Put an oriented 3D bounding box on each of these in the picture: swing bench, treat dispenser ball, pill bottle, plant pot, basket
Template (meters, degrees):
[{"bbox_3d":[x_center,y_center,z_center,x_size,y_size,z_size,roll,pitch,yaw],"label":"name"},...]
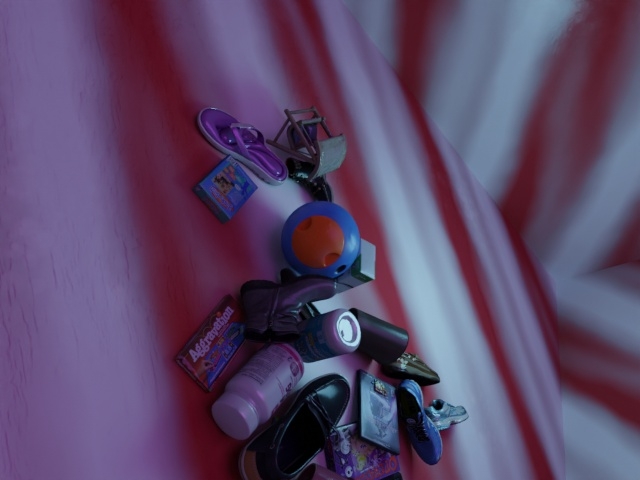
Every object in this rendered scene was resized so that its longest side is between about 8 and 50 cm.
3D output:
[{"bbox_3d":[-0.033,-0.394,2.002,0.254,0.165,0.253,43,30,7],"label":"swing bench"},{"bbox_3d":[0.000,0.000,1.815,0.288,0.288,0.289,25,54,-39],"label":"treat dispenser ball"},{"bbox_3d":[-0.004,0.326,1.660,0.146,0.264,0.146,24,54,-38],"label":"pill bottle"},{"bbox_3d":[0.013,0.789,1.514,0.180,0.201,0.201,40,43,-4],"label":"plant pot"},{"bbox_3d":[-0.183,0.441,1.483,0.161,0.160,0.283,58,40,-8],"label":"pill bottle"},{"bbox_3d":[0.193,0.367,1.936,0.226,0.204,0.154,31,53,-22],"label":"basket"}]

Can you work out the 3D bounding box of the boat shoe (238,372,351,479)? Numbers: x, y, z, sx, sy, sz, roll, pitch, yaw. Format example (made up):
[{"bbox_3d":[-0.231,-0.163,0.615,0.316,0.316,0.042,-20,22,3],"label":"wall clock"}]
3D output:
[{"bbox_3d":[-0.033,0.566,1.521,0.500,0.155,0.187,-25,91,-51],"label":"boat shoe"}]

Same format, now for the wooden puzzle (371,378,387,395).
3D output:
[{"bbox_3d":[0.231,0.570,1.933,0.083,0.006,0.049,34,36,-23],"label":"wooden puzzle"}]

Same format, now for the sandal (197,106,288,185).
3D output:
[{"bbox_3d":[-0.265,-0.368,1.856,0.416,0.102,0.170,34,48,-32],"label":"sandal"}]

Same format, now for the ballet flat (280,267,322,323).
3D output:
[{"bbox_3d":[-0.072,0.231,1.775,0.096,0.095,0.281,-44,105,-37],"label":"ballet flat"}]

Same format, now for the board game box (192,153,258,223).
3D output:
[{"bbox_3d":[-0.328,-0.182,1.733,0.160,0.047,0.210,51,41,-17],"label":"board game box"}]

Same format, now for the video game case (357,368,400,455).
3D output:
[{"bbox_3d":[0.216,0.642,1.871,0.196,0.026,0.274,33,35,-24],"label":"video game case"}]

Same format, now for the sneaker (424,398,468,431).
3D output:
[{"bbox_3d":[0.554,0.753,2.189,0.282,0.110,0.122,2,66,-48],"label":"sneaker"}]

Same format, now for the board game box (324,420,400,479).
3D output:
[{"bbox_3d":[0.151,0.758,1.784,0.346,0.056,0.209,7,70,-46],"label":"board game box"}]

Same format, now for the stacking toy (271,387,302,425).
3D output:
[{"bbox_3d":[-0.069,0.551,1.640,0.167,0.052,0.221,38,47,-29],"label":"stacking toy"}]

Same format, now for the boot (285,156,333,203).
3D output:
[{"bbox_3d":[-0.048,-0.233,2.046,0.178,0.085,0.237,6,60,-44],"label":"boot"}]

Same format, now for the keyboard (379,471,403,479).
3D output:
[{"bbox_3d":[0.216,0.958,1.764,0.317,0.033,0.202,7,66,-45],"label":"keyboard"}]

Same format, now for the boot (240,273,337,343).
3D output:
[{"bbox_3d":[-0.089,0.231,1.603,0.337,0.118,0.223,-6,42,-12],"label":"boot"}]

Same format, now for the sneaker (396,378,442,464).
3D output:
[{"bbox_3d":[0.373,0.724,1.965,0.147,0.129,0.330,15,50,-65],"label":"sneaker"}]

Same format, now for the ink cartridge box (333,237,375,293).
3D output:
[{"bbox_3d":[0.112,0.104,1.951,0.086,0.208,0.153,27,52,-33],"label":"ink cartridge box"}]

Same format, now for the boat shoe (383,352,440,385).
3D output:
[{"bbox_3d":[0.395,0.537,2.114,0.323,0.122,0.120,29,48,-37],"label":"boat shoe"}]

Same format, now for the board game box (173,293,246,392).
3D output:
[{"bbox_3d":[-0.311,0.306,1.516,0.145,0.027,0.281,51,41,-15],"label":"board game box"}]
